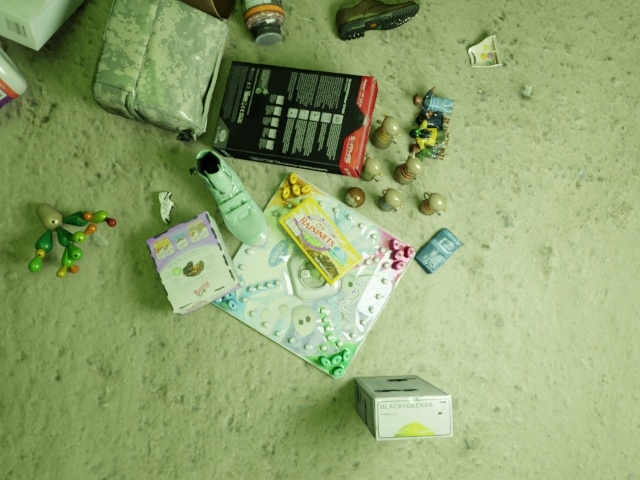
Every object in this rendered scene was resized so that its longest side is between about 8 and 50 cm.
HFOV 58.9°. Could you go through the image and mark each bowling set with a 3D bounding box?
[{"bbox_3d":[0.165,-0.139,1.407,0.200,0.154,0.287,-36,88,-8],"label":"bowling set"}]

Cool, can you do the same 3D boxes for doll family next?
[{"bbox_3d":[0.283,-0.301,1.478,0.111,0.076,0.193,10,79,0],"label":"doll family"}]

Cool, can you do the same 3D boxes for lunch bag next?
[{"bbox_3d":[-0.371,-0.415,1.357,0.256,0.212,0.305,14,84,-3],"label":"lunch bag"}]

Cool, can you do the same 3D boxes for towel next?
[{"bbox_3d":[0.304,0.027,1.468,0.119,0.029,0.067,-44,89,-7],"label":"towel"}]

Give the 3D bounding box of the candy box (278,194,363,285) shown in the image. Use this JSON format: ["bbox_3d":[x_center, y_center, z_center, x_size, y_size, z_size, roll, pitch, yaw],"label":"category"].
[{"bbox_3d":[0.000,0.000,1.394,0.105,0.027,0.206,-39,89,-11],"label":"candy box"}]

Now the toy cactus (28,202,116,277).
[{"bbox_3d":[-0.616,-0.019,1.368,0.219,0.112,0.180,-43,71,-5],"label":"toy cactus"}]

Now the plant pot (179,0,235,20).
[{"bbox_3d":[-0.351,-0.655,1.402,0.230,0.215,0.215,3,84,10],"label":"plant pot"}]

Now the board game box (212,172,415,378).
[{"bbox_3d":[-0.014,0.085,1.424,0.390,0.050,0.390,32,82,-1],"label":"board game box"}]

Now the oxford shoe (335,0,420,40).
[{"bbox_3d":[0.149,-0.603,1.488,0.227,0.083,0.096,-14,82,-7],"label":"oxford shoe"}]

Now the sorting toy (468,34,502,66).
[{"bbox_3d":[0.439,-0.498,1.525,0.075,0.045,0.083,-11,86,1],"label":"sorting toy"}]

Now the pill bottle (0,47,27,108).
[{"bbox_3d":[-0.874,-0.341,1.321,0.323,0.181,0.181,-38,89,-7],"label":"pill bottle"}]

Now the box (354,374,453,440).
[{"bbox_3d":[0.177,0.373,1.293,0.169,0.290,0.087,-1,84,-6],"label":"box"}]

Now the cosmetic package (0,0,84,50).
[{"bbox_3d":[-0.775,-0.640,1.347,0.377,0.097,0.284,23,59,-3],"label":"cosmetic package"}]

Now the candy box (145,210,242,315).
[{"bbox_3d":[-0.302,0.056,1.361,0.165,0.070,0.196,-25,73,0],"label":"candy box"}]

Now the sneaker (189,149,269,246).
[{"bbox_3d":[-0.220,-0.100,1.349,0.094,0.151,0.256,-34,76,1],"label":"sneaker"}]

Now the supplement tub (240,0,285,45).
[{"bbox_3d":[-0.150,-0.605,1.449,0.106,0.106,0.198,-10,87,-6],"label":"supplement tub"}]

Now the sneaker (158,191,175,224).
[{"bbox_3d":[-0.381,-0.082,1.415,0.037,0.032,0.083,-9,86,-6],"label":"sneaker"}]

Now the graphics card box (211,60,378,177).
[{"bbox_3d":[-0.061,-0.297,1.384,0.371,0.094,0.233,10,84,13],"label":"graphics card box"}]
